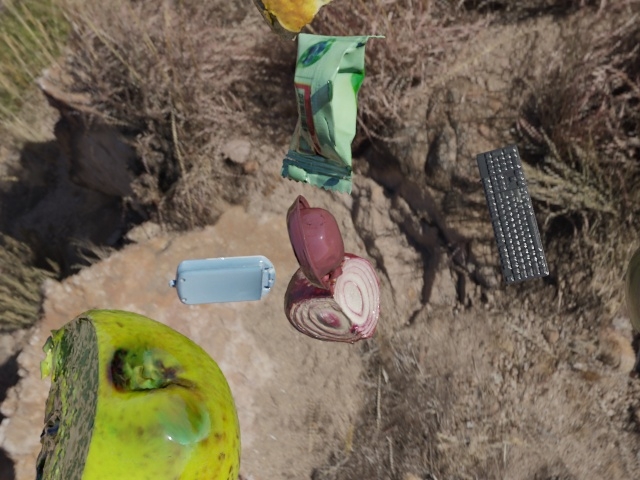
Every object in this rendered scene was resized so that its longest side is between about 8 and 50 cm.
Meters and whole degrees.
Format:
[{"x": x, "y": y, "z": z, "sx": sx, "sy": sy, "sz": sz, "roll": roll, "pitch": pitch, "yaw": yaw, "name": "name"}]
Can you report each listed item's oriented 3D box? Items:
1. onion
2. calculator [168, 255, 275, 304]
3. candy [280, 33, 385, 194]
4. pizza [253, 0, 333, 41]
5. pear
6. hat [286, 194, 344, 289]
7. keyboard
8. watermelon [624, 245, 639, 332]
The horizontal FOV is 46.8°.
[{"x": 0.023, "y": 0.129, "z": 1.844, "sx": 0.206, "sy": 0.216, "sz": 0.206, "roll": -6, "pitch": 42, "yaw": 30, "name": "onion"}, {"x": -0.193, "y": 0.079, "z": 1.456, "sx": 0.210, "sy": 0.121, "sz": 0.039, "roll": -4, "pitch": 49, "yaw": -10, "name": "calculator"}, {"x": 0.013, "y": -0.326, "z": 1.866, "sx": 0.171, "sy": 0.398, "sz": 0.262, "roll": -6, "pitch": 21, "yaw": -36, "name": "candy"}, {"x": 0.040, "y": -0.344, "z": 0.749, "sx": 0.296, "sy": 0.189, "sz": 0.071, "roll": -29, "pitch": 19, "yaw": 19, "name": "pizza"}, {"x": -0.165, "y": 0.162, "z": 0.697, "sx": 0.163, "sy": 0.255, "sz": 0.238, "roll": 12, "pitch": 59, "yaw": -28, "name": "pear"}, {"x": 0.000, "y": 0.000, "z": 1.485, "sx": 0.089, "sy": 0.205, "sz": 0.206, "roll": -18, "pitch": 62, "yaw": 9, "name": "hat"}, {"x": 0.413, "y": -0.059, "z": 1.612, "sx": 0.100, "sy": 0.018, "sz": 0.310, "roll": -14, "pitch": 70, "yaw": 17, "name": "keyboard"}, {"x": 0.773, "y": 0.060, "z": 1.562, "sx": 0.330, "sy": 0.331, "sz": 0.189, "roll": -37, "pitch": 94, "yaw": -6, "name": "watermelon"}]
